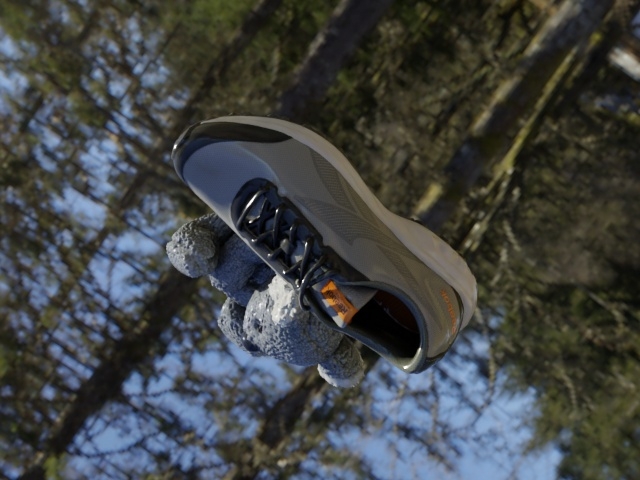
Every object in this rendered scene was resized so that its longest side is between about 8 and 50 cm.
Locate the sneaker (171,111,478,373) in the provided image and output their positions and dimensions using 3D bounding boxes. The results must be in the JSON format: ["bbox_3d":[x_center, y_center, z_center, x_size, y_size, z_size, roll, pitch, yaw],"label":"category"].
[{"bbox_3d":[0.000,0.000,0.827,0.271,0.100,0.108,35,-141,-2],"label":"sneaker"}]

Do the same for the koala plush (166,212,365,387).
[{"bbox_3d":[-0.035,0.060,1.234,0.196,0.203,0.221,58,179,-37],"label":"koala plush"}]
